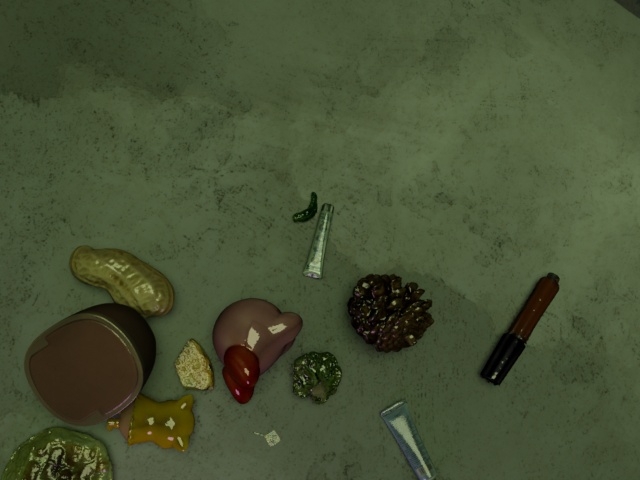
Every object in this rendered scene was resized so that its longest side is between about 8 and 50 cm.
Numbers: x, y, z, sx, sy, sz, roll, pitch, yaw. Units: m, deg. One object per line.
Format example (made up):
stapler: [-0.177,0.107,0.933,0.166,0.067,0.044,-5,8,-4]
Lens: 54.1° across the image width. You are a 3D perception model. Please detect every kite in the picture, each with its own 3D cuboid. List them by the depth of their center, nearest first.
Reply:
kite: [-0.151,0.558,1.800,0.078,0.002,0.044,39,73,2]

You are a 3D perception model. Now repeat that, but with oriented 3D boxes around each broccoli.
broccoli: [-0.009,0.397,1.804,0.146,0.138,0.162,-2,113,-4]

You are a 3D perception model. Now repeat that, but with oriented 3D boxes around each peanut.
peanut: [-0.563,0.112,1.785,0.325,0.140,0.153,24,99,2]

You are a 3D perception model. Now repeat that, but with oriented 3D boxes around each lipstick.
lipstick: [0.634,0.272,1.961,0.077,0.077,0.418,38,72,2]

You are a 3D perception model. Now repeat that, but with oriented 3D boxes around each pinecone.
pinecone: [0.192,0.208,1.828,0.257,0.243,0.243,27,72,20]

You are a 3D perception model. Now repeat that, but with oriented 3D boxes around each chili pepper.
chili pepper: [-0.037,-0.097,1.974,0.055,0.035,0.118,42,77,-14]

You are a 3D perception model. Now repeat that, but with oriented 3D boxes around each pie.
pie: [-0.699,0.640,1.659,0.307,0.071,0.306,3,74,-9]

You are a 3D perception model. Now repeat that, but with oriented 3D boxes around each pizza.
pizza: [-0.363,0.366,1.800,0.099,0.036,0.160,-23,79,-14]

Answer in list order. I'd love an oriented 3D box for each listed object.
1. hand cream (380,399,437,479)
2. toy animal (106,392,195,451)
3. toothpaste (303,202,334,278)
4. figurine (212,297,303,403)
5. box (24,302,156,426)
hand cream: [0.271,0.598,1.830,0.088,0.055,0.255,-26,78,-7]
toy animal: [-0.459,0.488,1.701,0.230,0.156,0.155,5,75,-4]
toothpaste: [0.000,0.000,1.952,0.062,0.039,0.238,13,76,-1]
figurine: [-0.205,0.278,1.748,0.211,0.269,0.261,37,64,8]
box: [-0.584,0.308,1.648,0.301,0.216,0.300,0,98,1]
